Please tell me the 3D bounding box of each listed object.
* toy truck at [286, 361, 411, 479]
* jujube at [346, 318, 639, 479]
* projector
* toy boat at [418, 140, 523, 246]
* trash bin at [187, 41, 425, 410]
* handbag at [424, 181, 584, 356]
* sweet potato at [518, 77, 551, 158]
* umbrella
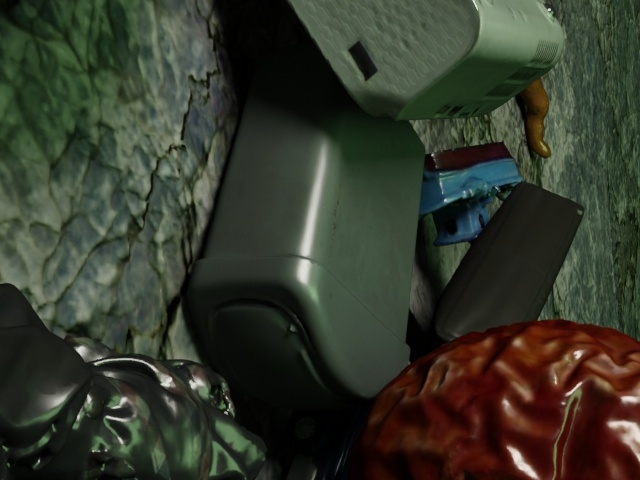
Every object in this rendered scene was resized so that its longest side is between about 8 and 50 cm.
[{"bbox_3d":[0.023,0.170,0.700,0.074,0.088,0.202,62,39,-42],"label":"toy truck"},{"bbox_3d":[0.136,0.149,0.573,0.213,0.232,0.213,-3,90,-67],"label":"jujube"},{"bbox_3d":[0.049,-0.208,0.644,0.250,0.108,0.198,57,28,10],"label":"projector"},{"bbox_3d":[0.144,-0.042,0.908,0.223,0.100,0.097,-15,93,-57],"label":"toy boat"},{"bbox_3d":[0.000,0.000,0.659,0.177,0.101,0.236,44,49,-49],"label":"trash bin"},{"bbox_3d":[0.144,0.084,0.863,0.247,0.080,0.223,-52,165,-41],"label":"handbag"},{"bbox_3d":[0.280,-0.184,1.223,0.179,0.044,0.044,70,34,-41],"label":"sweet potato"},{"bbox_3d":[-0.136,0.075,0.410,0.272,0.110,0.122,38,56,-49],"label":"umbrella"}]
